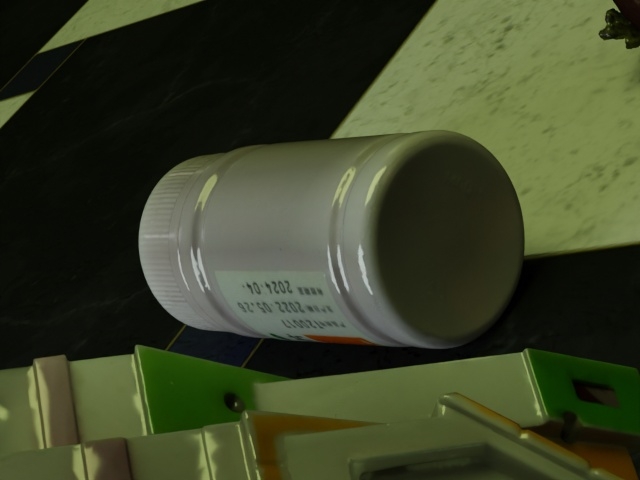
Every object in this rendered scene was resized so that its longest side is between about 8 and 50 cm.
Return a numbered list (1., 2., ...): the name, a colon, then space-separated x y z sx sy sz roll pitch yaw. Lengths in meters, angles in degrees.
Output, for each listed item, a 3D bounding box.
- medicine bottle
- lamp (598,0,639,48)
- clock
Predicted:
1. medicine bottle: 0.000 0.000 1.114 0.250 0.133 0.133 0 42 51
2. lamp: 0.262 -0.202 1.154 0.157 0.156 0.135 6 3 43
3. clock: 0.020 0.161 0.662 0.310 0.166 0.235 -7 55 -11
